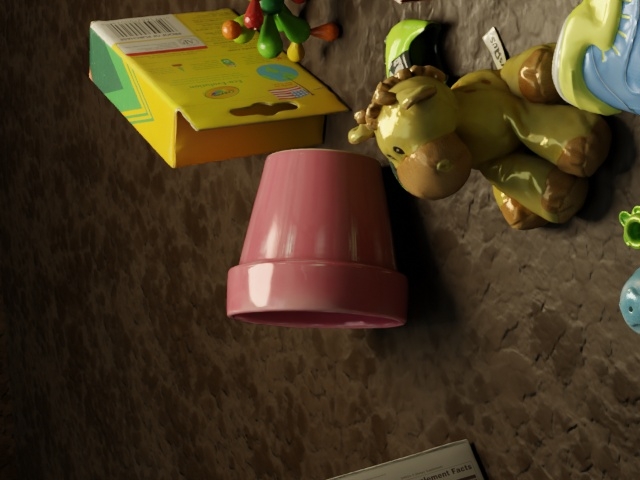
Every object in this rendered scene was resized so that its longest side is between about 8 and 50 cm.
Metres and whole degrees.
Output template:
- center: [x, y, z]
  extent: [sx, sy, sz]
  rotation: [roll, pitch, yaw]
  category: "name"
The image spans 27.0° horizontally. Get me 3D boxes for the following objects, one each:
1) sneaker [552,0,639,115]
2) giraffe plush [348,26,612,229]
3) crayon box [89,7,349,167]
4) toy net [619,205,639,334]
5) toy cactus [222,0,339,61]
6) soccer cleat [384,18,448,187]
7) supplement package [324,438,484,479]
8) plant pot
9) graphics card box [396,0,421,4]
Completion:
- center: [0.263, -0.201, 1.022]
  extent: [0.126, 0.091, 0.240]
  rotation: [30, 126, 33]
  category: "sneaker"
- center: [0.127, -0.101, 1.192]
  extent: [0.210, 0.170, 0.181]
  rotation: [60, 146, 33]
  category: "giraffe plush"
- center: [-0.131, -0.181, 1.612]
  extent: [0.318, 0.202, 0.081]
  rotation: [45, 137, 48]
  category: "crayon box"
- center: [0.318, 0.055, 1.031]
  extent: [0.232, 0.045, 0.122]
  rotation: [33, 126, 52]
  category: "toy net"
- center: [-0.052, -0.295, 1.487]
  extent: [0.112, 0.219, 0.181]
  rotation: [-5, 90, 17]
  category: "toy cactus"
- center: [0.099, -0.136, 1.353]
  extent: [0.072, 0.060, 0.179]
  rotation: [5, 100, 60]
  category: "soccer cleat"
- center: [0.051, 0.347, 1.449]
  extent: [0.262, 0.204, 0.145]
  rotation: [-52, 55, 55]
  category: "supplement package"
- center: [0.000, 0.000, 1.464]
  extent: [0.201, 0.201, 0.180]
  rotation: [-15, 70, 62]
  category: "plant pot"
- center: [0.065, -0.437, 1.277]
  extent: [0.233, 0.094, 0.371]
  rotation: [38, 132, 52]
  category: "graphics card box"
